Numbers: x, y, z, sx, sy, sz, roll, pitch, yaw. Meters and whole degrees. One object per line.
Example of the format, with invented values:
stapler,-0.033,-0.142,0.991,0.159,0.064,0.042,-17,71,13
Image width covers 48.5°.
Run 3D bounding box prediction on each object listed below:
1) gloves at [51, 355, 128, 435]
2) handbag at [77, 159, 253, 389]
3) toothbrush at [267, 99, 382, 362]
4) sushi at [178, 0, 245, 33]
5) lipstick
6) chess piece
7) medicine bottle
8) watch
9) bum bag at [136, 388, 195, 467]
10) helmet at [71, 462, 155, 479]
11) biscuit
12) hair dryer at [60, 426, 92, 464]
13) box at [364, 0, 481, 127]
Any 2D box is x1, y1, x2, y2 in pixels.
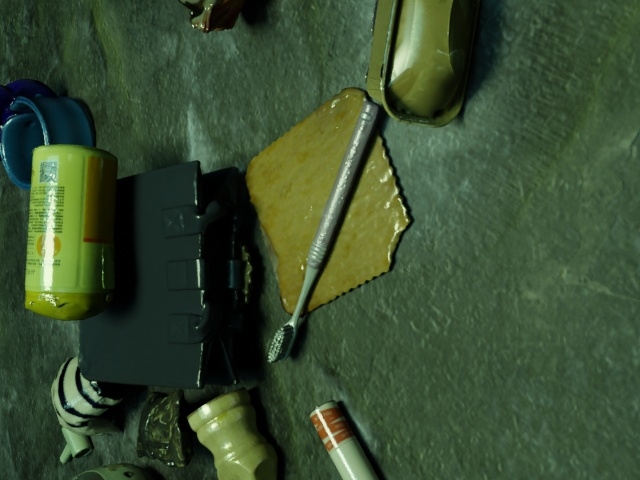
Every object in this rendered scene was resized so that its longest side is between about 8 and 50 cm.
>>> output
gloves,-0.399,0.262,1.196,0.218,0.131,0.140,-35,65,30
handbag,-0.227,0.057,1.033,0.329,0.121,0.304,-8,82,43
toothbrush,0.000,0.000,0.863,0.024,0.029,0.354,29,110,24
sushi,-0.170,-0.413,0.967,0.124,0.129,0.332,-49,59,32
lipstick,0.033,0.256,0.848,0.038,0.038,0.131,-49,60,32
chess piece,-0.095,0.306,0.950,0.090,0.090,0.201,-41,71,35
medicine bottle,-0.345,-0.008,0.988,0.124,0.124,0.239,-2,86,43
watch,-0.519,-0.179,1.292,0.200,0.171,0.196,43,131,21
bum bag,-0.238,0.277,1.063,0.248,0.069,0.102,-23,77,58
helmet,-0.307,0.429,1.129,0.153,0.107,0.177,1,110,40
biscuit,0.002,-0.044,0.890,0.236,0.013,0.232,-31,70,40
hair dryer,-0.466,0.392,1.325,0.063,0.037,0.124,56,131,27
box,0.106,-0.208,0.732,0.111,0.111,0.177,14,101,42
